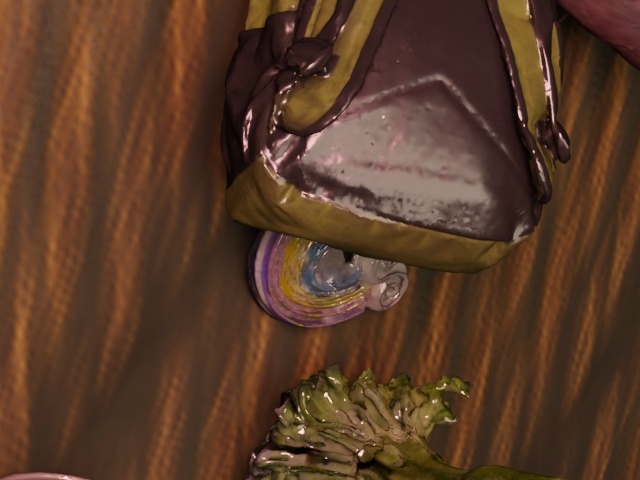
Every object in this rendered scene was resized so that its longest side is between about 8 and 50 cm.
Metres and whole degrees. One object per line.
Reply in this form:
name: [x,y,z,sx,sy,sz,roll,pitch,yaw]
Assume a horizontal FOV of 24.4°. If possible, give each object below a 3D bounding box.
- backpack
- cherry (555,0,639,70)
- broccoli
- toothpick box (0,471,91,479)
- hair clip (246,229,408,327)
backpack: [0.050,-0.113,0.898,0.207,0.140,0.253,11,76,-19]
cherry: [0.264,-0.227,0.967,0.261,0.307,0.221,32,52,-29]
broccoli: [0.074,0.170,0.962,0.145,0.304,0.165,6,87,-36]
toothpick box: [-0.176,0.233,0.932,0.098,0.098,0.149,5,103,-37]
hair clip: [0.000,0.000,1.008,0.116,0.049,0.172,-25,130,-11]
